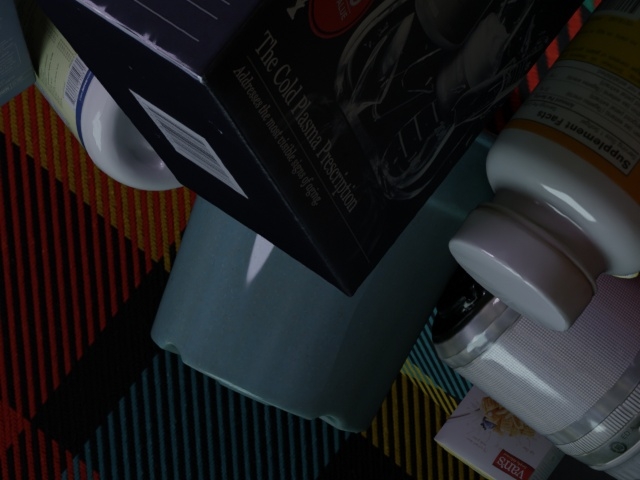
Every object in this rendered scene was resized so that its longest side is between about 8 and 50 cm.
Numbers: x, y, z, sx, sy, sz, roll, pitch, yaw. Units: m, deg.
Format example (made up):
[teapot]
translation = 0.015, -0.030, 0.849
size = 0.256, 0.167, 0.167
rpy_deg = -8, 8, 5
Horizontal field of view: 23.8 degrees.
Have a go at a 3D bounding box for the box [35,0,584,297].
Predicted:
[box]
translation = 0.011, -0.182, 0.991
size = 0.179, 0.312, 0.343
rpy_deg = 34, 170, 25

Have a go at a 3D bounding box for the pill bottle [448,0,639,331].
[pill bottle]
translation = 0.201, -0.063, 1.046
size = 0.136, 0.246, 0.136
rpy_deg = 37, 171, 7

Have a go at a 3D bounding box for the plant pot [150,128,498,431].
[plant pot]
translation = 0.000, 0.000, 1.592
size = 0.341, 0.334, 0.341
rpy_deg = 24, -179, 0

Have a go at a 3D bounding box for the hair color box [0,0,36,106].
[hair color box]
translation = -0.415, -0.283, 1.587
size = 0.185, 0.113, 0.374
rpy_deg = 48, 165, 14

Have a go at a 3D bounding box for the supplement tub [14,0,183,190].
[supplement tub]
translation = -0.231, -0.236, 1.801
size = 0.325, 0.235, 0.235
rpy_deg = 49, 179, 38

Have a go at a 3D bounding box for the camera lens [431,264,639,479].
[camera lens]
translation = 0.275, 0.101, 1.639
size = 0.274, 0.219, 0.219
rpy_deg = 37, 171, -6

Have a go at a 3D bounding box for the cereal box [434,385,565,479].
[cereal box]
translation = 0.296, 0.234, 2.165
size = 0.173, 0.240, 0.047
rpy_deg = 29, 167, 43

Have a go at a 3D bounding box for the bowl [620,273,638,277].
[bowl]
translation = 0.254, -0.046, 1.449
size = 0.170, 0.080, 0.170
rpy_deg = 37, 172, 6
